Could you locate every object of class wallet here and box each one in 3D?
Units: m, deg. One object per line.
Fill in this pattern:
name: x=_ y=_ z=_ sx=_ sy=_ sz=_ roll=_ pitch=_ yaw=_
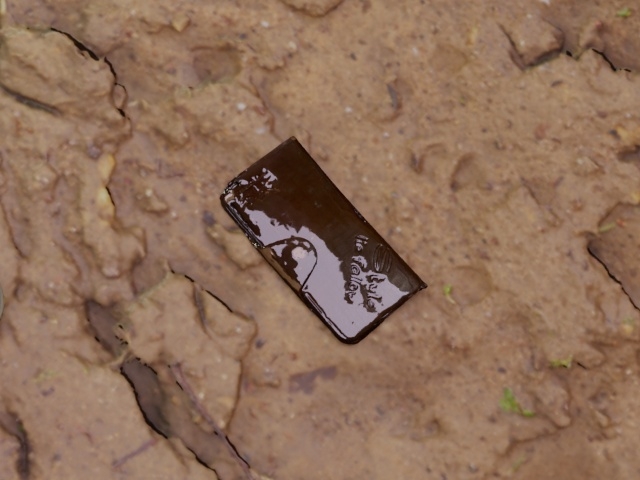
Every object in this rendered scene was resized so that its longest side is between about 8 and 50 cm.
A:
wallet: x=0.000 y=0.000 z=1.353 sx=0.095 sy=0.026 sz=0.176 roll=-37 pitch=81 yaw=-17

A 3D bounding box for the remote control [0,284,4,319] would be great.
remote control: x=-0.357 y=0.070 z=1.243 sx=0.221 sy=0.042 sz=0.078 roll=-16 pitch=74 yaw=-25
